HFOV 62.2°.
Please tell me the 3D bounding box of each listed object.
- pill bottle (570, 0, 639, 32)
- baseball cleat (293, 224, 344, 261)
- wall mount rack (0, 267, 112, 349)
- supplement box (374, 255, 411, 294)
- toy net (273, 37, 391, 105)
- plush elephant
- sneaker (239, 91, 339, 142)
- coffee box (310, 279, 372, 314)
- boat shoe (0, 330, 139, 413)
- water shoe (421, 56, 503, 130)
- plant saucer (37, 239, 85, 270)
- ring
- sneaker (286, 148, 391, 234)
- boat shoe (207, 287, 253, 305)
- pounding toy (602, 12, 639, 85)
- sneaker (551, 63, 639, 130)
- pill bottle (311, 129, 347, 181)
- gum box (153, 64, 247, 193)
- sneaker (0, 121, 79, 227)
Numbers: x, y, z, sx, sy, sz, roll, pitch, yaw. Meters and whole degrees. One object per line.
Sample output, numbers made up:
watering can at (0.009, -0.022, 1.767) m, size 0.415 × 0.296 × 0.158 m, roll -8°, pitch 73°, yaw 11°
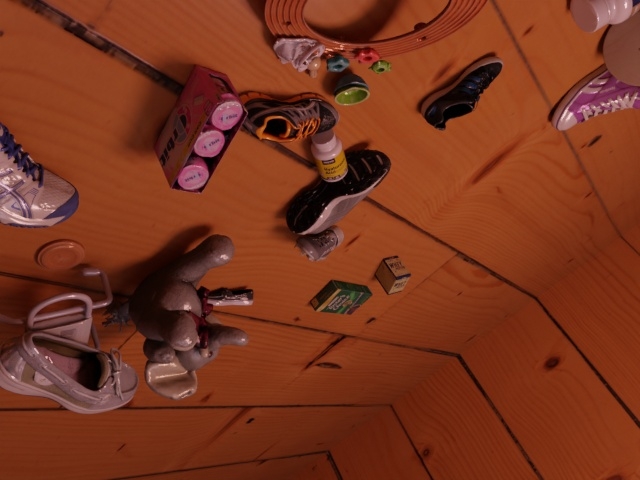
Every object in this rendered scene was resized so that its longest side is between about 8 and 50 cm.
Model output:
pill bottle at (0.617, -0.511, 1.081) m, size 0.187 × 0.112 × 0.112 m, roll -32°, pitch 148°, yaw 3°
baseball cleat at (0.000, 0.000, 1.301) m, size 0.109 × 0.072 × 0.206 m, roll -43°, pitch 174°, yaw 3°
wall mount rack at (-0.582, 0.170, 1.037) m, size 0.304 × 0.130 × 0.350 m, roll -8°, pitch 146°, yaw -36°
supplement box at (0.222, 0.107, 1.633) m, size 0.056 × 0.083 × 0.083 m, roll -11°, pitch 142°, yaw -29°
toy net at (0.022, -0.297, 0.914) m, size 0.122 × 0.045 × 0.232 m, roll -15°, pitch 167°, yaw 40°
plush elephant at (-0.287, 0.193, 1.174) m, size 0.330 × 0.271 × 0.255 m, roll -20°, pitch 130°, yaw 29°
sneaker at (-0.053, -0.216, 0.975) m, size 0.215 × 0.083 × 0.084 m, roll -9°, pitch 140°, yaw -32°
coffee box at (0.067, 0.181, 1.649) m, size 0.113 × 0.040 × 0.184 m, roll -45°, pitch 145°, yaw 23°
boat shoe at (-0.458, 0.248, 1.012) m, size 0.103 × 0.118 × 0.320 m, roll -28°, pitch 143°, yaw 14°
water shoe at (0.318, -0.310, 1.144) m, size 0.203 × 0.080 × 0.073 m, roll -35°, pitch 148°, yaw 7°
plant saucer at (-0.497, 0.031, 1.020) m, size 0.084 × 0.013 × 0.083 m, roll -21°, pitch 146°, yaw -15°
ring at (0.083, -0.356, 0.792) m, size 0.337 × 0.032 × 0.336 m, roll -5°, pitch 173°, yaw -1°
sneaker at (0.046, -0.108, 1.203) m, size 0.272 × 0.100 × 0.108 m, roll -36°, pitch 157°, yaw 21°
boat shoe at (-0.237, 0.142, 1.357) m, size 0.142 × 0.049 × 0.040 m, roll 5°, pitch 98°, yaw -33°
pounding toy at (0.796, -0.457, 1.233) m, size 0.110 × 0.237 × 0.182 m, roll -37°, pitch 143°, yaw -43°
sneaker at (0.743, -0.357, 1.347) m, size 0.282 × 0.161 × 0.102 m, roll -42°, pitch 147°, yaw 20°
pill bottle at (0.016, -0.179, 1.097) m, size 0.065 × 0.065 × 0.116 m, roll -28°, pitch 147°, yaw -3°
gum box at (-0.199, -0.184, 0.877) m, size 0.062 × 0.107 × 0.188 m, roll 6°, pitch 133°, yaw -43°
sneaker at (-0.469, -0.111, 0.759) m, size 0.131 × 0.111 × 0.296 m, roll -43°, pitch 146°, yaw 18°
